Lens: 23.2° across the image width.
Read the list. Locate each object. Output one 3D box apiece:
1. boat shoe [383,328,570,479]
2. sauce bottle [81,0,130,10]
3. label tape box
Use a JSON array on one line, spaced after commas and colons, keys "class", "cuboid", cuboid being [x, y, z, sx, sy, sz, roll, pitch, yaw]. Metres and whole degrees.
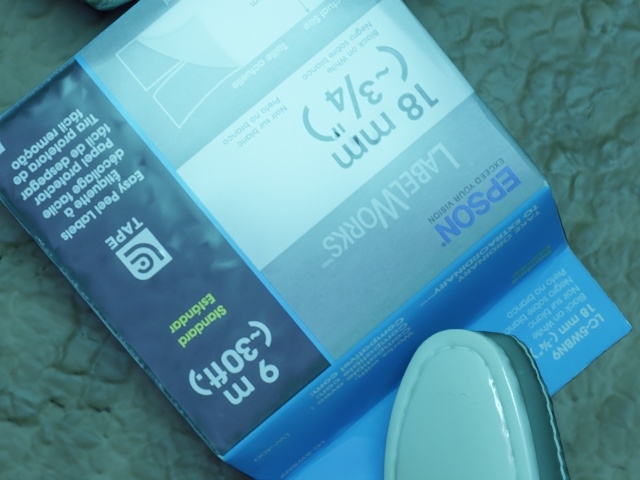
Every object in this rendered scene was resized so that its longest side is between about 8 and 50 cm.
[{"class": "boat shoe", "cuboid": [0.108, 0.191, 0.893, 0.091, 0.109, 0.305, -15, 104, -41]}, {"class": "sauce bottle", "cuboid": [-0.217, -0.267, 0.855, 0.344, 0.111, 0.111, 39, 89, 10]}, {"class": "label tape box", "cuboid": [0.000, 0.000, 0.895, 0.240, 0.106, 0.334, -40, 92, -1]}]
